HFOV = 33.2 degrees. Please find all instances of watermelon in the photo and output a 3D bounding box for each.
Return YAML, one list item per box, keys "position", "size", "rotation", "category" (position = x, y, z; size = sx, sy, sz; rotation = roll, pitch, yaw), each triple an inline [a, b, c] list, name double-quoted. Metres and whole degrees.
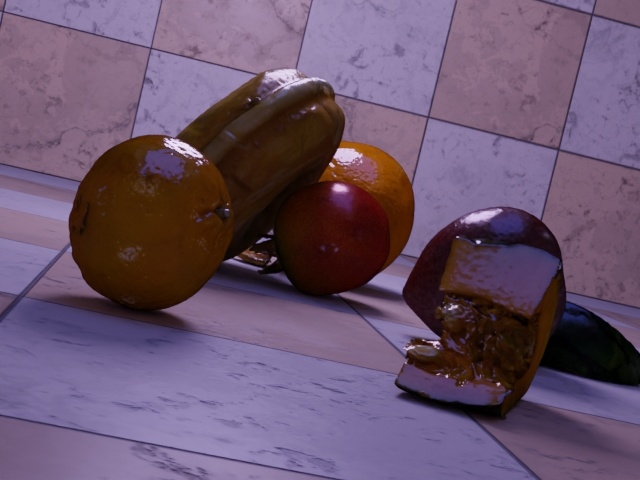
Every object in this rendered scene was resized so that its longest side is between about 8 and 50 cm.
- position: [0.380, 0.170, 1.764]
  size: [0.301, 0.123, 0.129]
  rotation: [14, -29, 24]
  category: "watermelon"

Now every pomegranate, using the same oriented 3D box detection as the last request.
- position: [0.000, 0.000, 1.950]
  size: [0.257, 0.221, 0.221]
  rotation: [-15, 1, 4]
  category: "pomegranate"

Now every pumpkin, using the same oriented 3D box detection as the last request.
- position: [0.196, 0.092, 1.274]
  size: [0.139, 0.190, 0.280]
  rotation: [15, 5, 17]
  category: "pumpkin"

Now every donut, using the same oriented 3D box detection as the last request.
- position: [-0.139, -0.131, 1.991]
  size: [0.198, 0.449, 0.449]
  rotation: [47, 9, 8]
  category: "donut"

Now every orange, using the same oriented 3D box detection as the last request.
- position: [-0.206, -0.021, 1.328]
  size: [0.193, 0.219, 0.219]
  rotation: [20, 6, 29]
  category: "orange"
- position: [0.049, -0.059, 2.278]
  size: [0.312, 0.312, 0.312]
  rotation: [13, 3, -1]
  category: "orange"

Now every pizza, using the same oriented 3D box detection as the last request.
- position: [-0.138, 0.039, 2.248]
  size: [0.100, 0.029, 0.099]
  rotation: [9, 13, -21]
  category: "pizza"

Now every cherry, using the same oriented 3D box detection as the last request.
- position: [0.262, 0.066, 1.681]
  size: [0.206, 0.239, 0.239]
  rotation: [-17, 21, -35]
  category: "cherry"
